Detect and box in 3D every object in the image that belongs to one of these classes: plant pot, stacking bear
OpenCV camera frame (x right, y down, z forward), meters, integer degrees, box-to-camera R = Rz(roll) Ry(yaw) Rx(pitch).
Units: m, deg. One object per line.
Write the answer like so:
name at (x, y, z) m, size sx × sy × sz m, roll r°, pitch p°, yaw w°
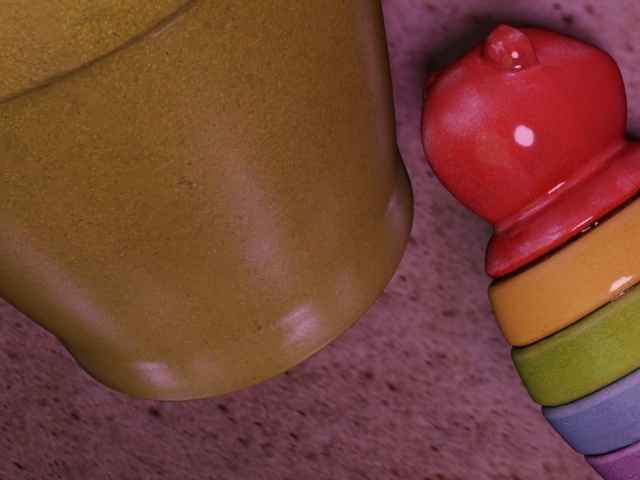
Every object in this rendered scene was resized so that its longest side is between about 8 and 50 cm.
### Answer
plant pot at (-0.113, -0.104, 0.968) m, size 0.366 × 0.366 × 0.353 m, roll 10°, pitch 142°, yaw 36°
stacking bear at (0.163, 0.012, 0.946) m, size 0.289 × 0.164 × 0.175 m, roll 56°, pitch 160°, yaw 0°
